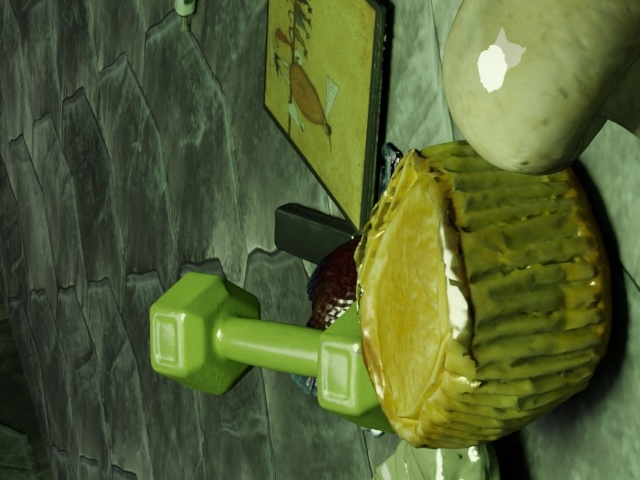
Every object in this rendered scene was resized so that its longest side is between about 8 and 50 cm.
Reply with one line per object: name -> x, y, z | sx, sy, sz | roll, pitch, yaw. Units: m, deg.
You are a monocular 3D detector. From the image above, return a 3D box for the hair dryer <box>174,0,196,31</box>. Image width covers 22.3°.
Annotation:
hair dryer -> -0.173, -0.329, 2.125 | 0.198, 0.057, 0.100 | 99, 156, -60

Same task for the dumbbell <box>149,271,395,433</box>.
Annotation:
dumbbell -> -0.031, 0.100, 1.509 | 0.302, 0.108, 0.121 | 6, 100, 43

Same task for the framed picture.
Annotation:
framed picture -> -0.002, -0.188, 1.717 | 0.339, 0.014, 0.255 | -125, 32, -54

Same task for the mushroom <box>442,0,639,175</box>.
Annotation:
mushroom -> 0.184, -0.116, 1.025 | 0.204, 0.204, 0.204 | 172, 90, -71

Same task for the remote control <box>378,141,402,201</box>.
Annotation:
remote control -> 0.066, -0.047, 1.591 | 0.039, 0.014, 0.096 | -130, 38, -57

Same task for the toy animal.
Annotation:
toy animal -> 0.038, 0.072, 1.562 | 0.179, 0.116, 0.218 | 103, 158, -48

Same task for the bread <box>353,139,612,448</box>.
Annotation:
bread -> 0.122, 0.043, 1.282 | 0.253, 0.142, 0.227 | 119, 138, -64

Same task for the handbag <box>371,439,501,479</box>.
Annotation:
handbag -> 0.113, 0.303, 1.454 | 0.316, 0.109, 0.253 | 115, 145, -60

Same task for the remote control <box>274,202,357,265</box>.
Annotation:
remote control -> 0.000, 0.000, 1.782 | 0.245, 0.025, 0.063 | -161, 69, -68
